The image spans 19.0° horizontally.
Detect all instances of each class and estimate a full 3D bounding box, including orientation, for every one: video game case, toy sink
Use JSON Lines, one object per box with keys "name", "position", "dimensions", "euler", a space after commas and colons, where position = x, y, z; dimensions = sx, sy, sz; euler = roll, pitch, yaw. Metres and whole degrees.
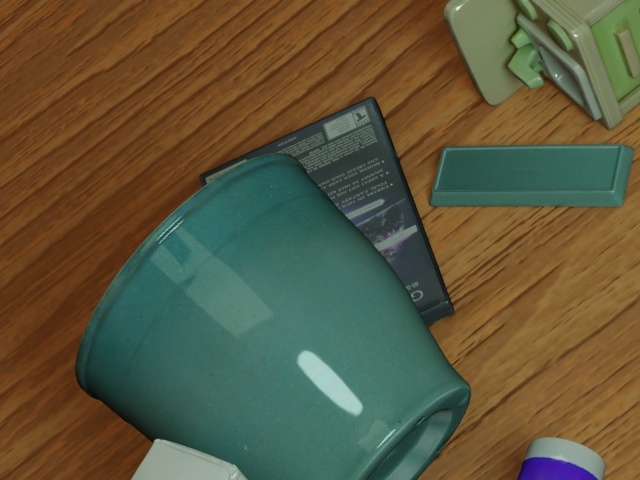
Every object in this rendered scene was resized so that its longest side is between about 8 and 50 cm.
{"name": "video game case", "position": [0.000, 0.000, 1.834], "dimensions": [0.196, 0.026, 0.274], "euler": [-24, 51, 8]}
{"name": "toy sink", "position": [0.257, -0.208, 1.780], "dimensions": [0.234, 0.153, 0.131], "euler": [-37, 50, -5]}

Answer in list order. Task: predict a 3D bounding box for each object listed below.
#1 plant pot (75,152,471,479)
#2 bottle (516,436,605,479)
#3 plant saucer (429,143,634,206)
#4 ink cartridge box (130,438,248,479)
{"name": "plant pot", "position": [-0.021, 0.109, 1.615], "dimensions": [0.255, 0.271, 0.271], "euler": [41, 79, 18]}
{"name": "bottle", "position": [0.157, 0.293, 1.504], "dimensions": [0.118, 0.092, 0.283], "euler": [5, 59, 27]}
{"name": "plant saucer", "position": [0.195, -0.063, 1.793], "dimensions": [0.192, 0.018, 0.067], "euler": [0, 57, 26]}
{"name": "ink cartridge box", "position": [-0.095, 0.284, 1.545], "dimensions": [0.092, 0.218, 0.158], "euler": [17, 65, 33]}
